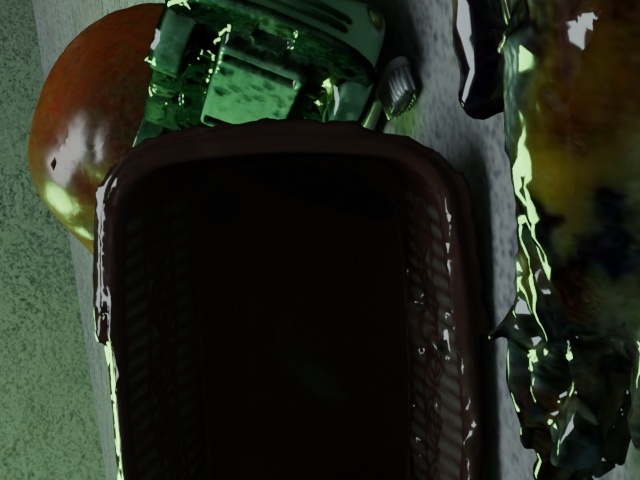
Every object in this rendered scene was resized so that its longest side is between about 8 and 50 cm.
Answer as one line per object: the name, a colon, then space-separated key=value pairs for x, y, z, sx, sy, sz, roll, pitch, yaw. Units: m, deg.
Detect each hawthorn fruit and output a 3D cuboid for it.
hawthorn fruit: x=-0.150 y=-0.108 z=1.190 sx=0.210 sy=0.211 sz=0.262 roll=101 pitch=168 yaw=-45

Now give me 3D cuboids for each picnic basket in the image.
picnic basket: x=-0.010 y=0.070 z=0.803 sx=0.129 sy=0.223 sz=0.296 roll=-63 pitch=-29 yaw=-78

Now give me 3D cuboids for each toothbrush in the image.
toothbrush: x=0.019 y=-0.046 z=0.931 sx=0.286 sy=0.020 sz=0.025 roll=121 pitch=134 yaw=-64

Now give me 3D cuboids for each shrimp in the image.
shrimp: x=0.093 y=-0.098 z=0.554 sx=0.272 sy=0.085 sz=0.445 roll=-120 pitch=25 yaw=-72

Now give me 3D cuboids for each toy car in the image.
toy car: x=-0.042 y=-0.112 z=0.920 sx=0.306 sy=0.136 sz=0.125 roll=123 pitch=167 yaw=-71
